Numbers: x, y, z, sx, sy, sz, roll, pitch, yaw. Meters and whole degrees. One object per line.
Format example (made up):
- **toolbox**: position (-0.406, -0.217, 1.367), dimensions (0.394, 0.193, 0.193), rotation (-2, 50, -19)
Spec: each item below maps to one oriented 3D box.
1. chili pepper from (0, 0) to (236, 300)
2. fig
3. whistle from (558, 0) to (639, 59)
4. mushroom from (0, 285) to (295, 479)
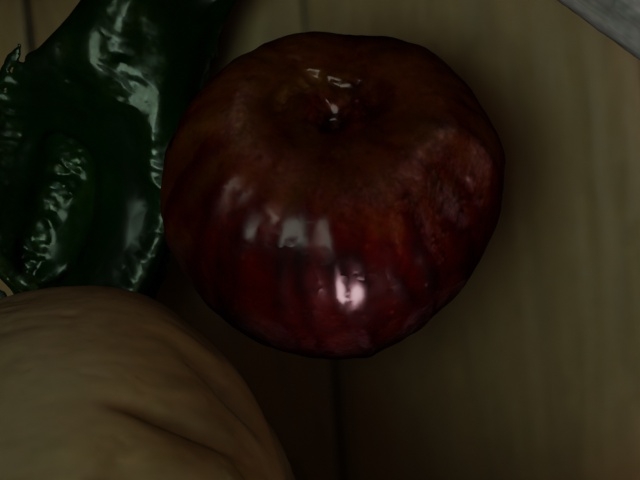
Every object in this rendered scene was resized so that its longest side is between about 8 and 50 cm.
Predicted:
- **chili pepper**: position (-0.085, -0.043, 0.643), dimensions (0.108, 0.062, 0.216), rotation (33, 112, 14)
- **fig**: position (-0.003, -0.005, 0.565), dimensions (0.128, 0.128, 0.150), rotation (38, 112, 19)
- **whistle**: position (0.161, -0.056, 0.502), dimensions (0.312, 0.062, 0.062), rotation (40, 115, 18)
- **mushroom**: position (-0.053, 0.177, 0.510), dimensions (0.356, 0.315, 0.315), rotation (10, 104, 48)
